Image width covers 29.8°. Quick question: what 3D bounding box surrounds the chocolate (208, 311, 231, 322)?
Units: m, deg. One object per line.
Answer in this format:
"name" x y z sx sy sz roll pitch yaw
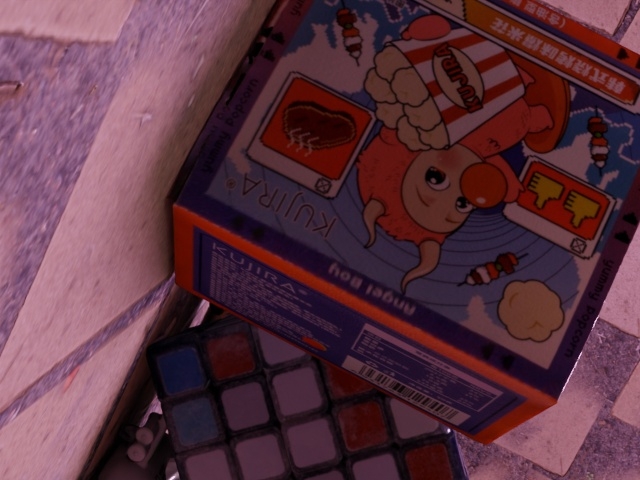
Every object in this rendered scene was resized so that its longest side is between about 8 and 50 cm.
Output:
"chocolate" -0.132 0.161 1.678 0.161 0.083 0.261 -63 168 -63

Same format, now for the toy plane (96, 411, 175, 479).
"toy plane" -0.203 0.260 1.352 0.174 0.080 0.174 -61 175 -9

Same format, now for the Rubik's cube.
"Rubik's cube" -0.001 0.203 1.343 0.287 0.291 0.293 -9 84 -86

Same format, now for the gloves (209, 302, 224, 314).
"gloves" -0.045 -0.033 1.438 0.294 0.116 0.133 -55 170 -12

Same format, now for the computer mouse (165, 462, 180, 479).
"computer mouse" -0.241 0.344 1.635 0.089 0.056 0.182 -32 164 -37

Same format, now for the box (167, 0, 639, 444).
"box" 0.088 -0.047 1.073 0.319 0.348 0.257 -61 177 -17
